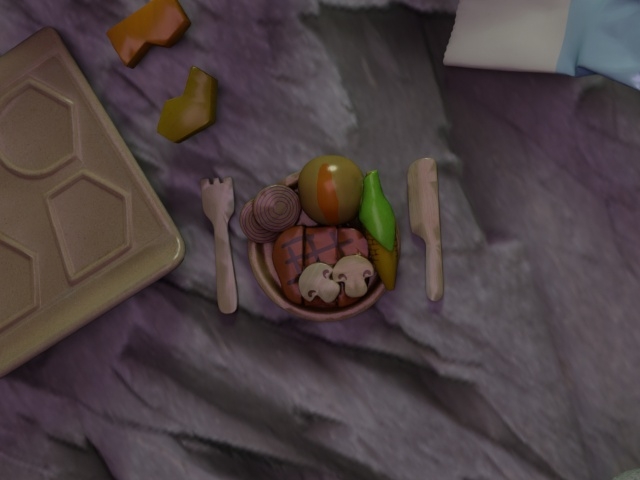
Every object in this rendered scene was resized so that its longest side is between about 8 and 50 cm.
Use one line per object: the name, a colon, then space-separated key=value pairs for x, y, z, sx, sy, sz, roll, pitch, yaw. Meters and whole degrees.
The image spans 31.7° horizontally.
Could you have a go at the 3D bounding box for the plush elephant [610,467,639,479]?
plush elephant: x=0.251 y=0.359 z=0.797 sx=0.255 sy=0.272 sz=0.330 roll=-35 pitch=50 yaw=44

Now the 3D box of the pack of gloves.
pack of gloves: x=0.203 y=-0.207 z=0.797 sx=0.232 sy=0.046 sz=0.195 roll=15 pitch=92 yaw=32

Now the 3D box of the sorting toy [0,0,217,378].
sorting toy: x=-0.207 y=-0.053 z=0.922 sx=0.307 sy=0.041 sz=0.229 roll=-32 pitch=85 yaw=10

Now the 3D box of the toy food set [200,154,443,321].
toy food set: x=0.000 y=0.000 z=0.891 sx=0.192 sy=0.038 sz=0.132 roll=-5 pitch=94 yaw=9
